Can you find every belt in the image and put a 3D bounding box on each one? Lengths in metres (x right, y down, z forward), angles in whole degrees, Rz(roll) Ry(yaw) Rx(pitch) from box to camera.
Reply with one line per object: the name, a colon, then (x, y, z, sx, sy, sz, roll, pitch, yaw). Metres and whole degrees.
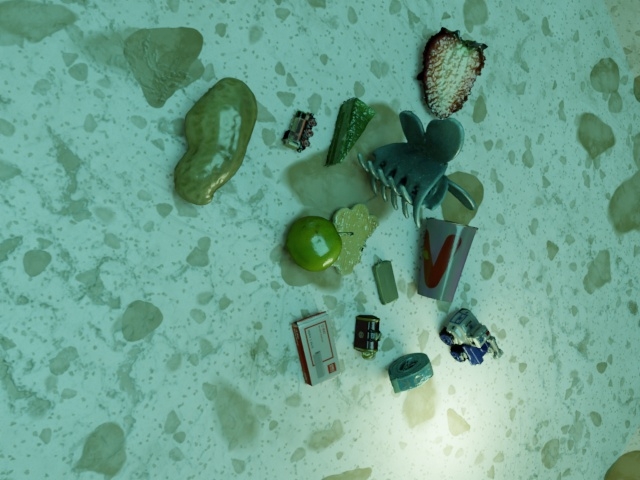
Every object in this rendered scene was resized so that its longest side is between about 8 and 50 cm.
belt: (0.325, 0.476, 1.919, 0.163, 0.147, 0.082, -17, 104, 0)

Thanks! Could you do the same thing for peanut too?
peanut: (-0.302, -0.286, 1.515, 0.192, 0.169, 0.387, 21, 81, -23)

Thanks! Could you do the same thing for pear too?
pear: (0.000, 0.000, 1.688, 0.216, 0.166, 0.180, -24, 84, -2)

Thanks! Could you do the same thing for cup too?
cup: (0.453, 0.072, 1.962, 0.203, 0.203, 0.288, 11, 93, -30)

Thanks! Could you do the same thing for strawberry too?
strawberry: (0.464, -0.621, 1.988, 0.233, 0.137, 0.306, 20, 107, -10)

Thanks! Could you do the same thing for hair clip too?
hair clip: (0.311, -0.233, 1.779, 0.238, 0.318, 0.392, -37, 137, -9)

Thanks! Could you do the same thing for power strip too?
power strip: (0.235, 0.145, 1.918, 0.076, 0.028, 0.169, -20, 103, -28)

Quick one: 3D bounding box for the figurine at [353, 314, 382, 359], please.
figurine: (0.177, 0.341, 1.853, 0.082, 0.098, 0.154, 5, 86, -34)

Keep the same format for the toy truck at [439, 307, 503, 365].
toy truck: (0.585, 0.377, 2.043, 0.161, 0.177, 0.213, -42, 111, -21)

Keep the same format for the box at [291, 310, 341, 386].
box: (-0.013, 0.357, 1.770, 0.123, 0.050, 0.229, -16, 100, -29)

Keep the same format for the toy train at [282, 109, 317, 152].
toy train: (-0.066, -0.357, 1.717, 0.087, 0.050, 0.138, 23, 80, -25)

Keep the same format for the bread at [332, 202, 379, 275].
bread: (0.093, -0.016, 1.825, 0.182, 0.039, 0.251, 37, 74, -25)

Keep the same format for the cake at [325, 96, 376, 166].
cake: (0.101, -0.346, 1.783, 0.099, 0.100, 0.235, 19, 82, -29)
